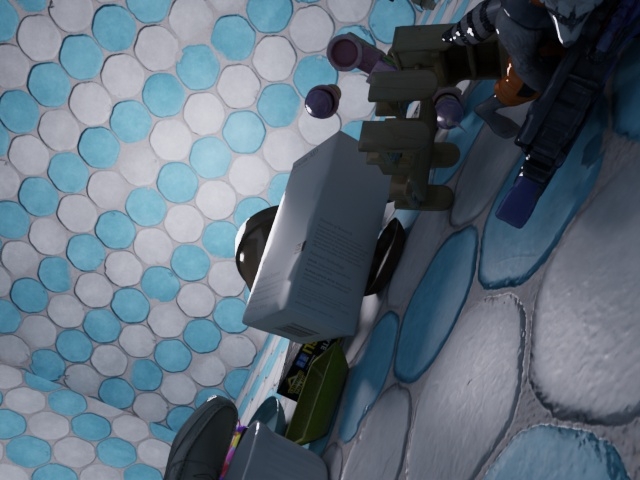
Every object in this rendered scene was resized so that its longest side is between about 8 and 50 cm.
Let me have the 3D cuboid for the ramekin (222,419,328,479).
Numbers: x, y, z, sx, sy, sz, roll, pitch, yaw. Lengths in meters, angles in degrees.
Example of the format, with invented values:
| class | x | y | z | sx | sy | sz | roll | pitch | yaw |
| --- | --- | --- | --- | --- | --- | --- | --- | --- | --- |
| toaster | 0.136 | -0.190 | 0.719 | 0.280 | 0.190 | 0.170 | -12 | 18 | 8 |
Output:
| class | x | y | z | sx | sy | sz | roll | pitch | yaw |
| --- | --- | --- | --- | --- | --- | --- | --- | --- | --- |
| ramekin | -0.095 | 0.438 | 0.939 | 0.277 | 0.135 | 0.277 | -156 | 90 | -84 |

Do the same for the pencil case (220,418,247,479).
| class | x | y | z | sx | sy | sz | roll | pitch | yaw |
| --- | --- | --- | --- | --- | --- | --- | --- | --- | --- |
| pencil case | -0.230 | 0.628 | 1.669 | 0.104 | 0.105 | 0.236 | 128 | 164 | -70 |

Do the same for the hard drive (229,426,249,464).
| class | x | y | z | sx | sy | sz | roll | pitch | yaw |
| --- | --- | --- | --- | --- | --- | --- | --- | --- | --- |
| hard drive | -0.107 | 0.430 | 1.135 | 0.022 | 0.135 | 0.094 | -30 | 27 | 37 |

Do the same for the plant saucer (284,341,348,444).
| class | x | y | z | sx | sy | sz | roll | pitch | yaw |
| --- | --- | --- | --- | --- | --- | --- | --- | --- | --- |
| plant saucer | -0.005 | 0.304 | 1.134 | 0.188 | 0.045 | 0.188 | 123 | 169 | -61 |

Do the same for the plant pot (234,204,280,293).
| class | x | y | z | sx | sy | sz | roll | pitch | yaw |
| --- | --- | --- | --- | --- | --- | --- | --- | --- | --- |
| plant pot | -0.090 | 0.099 | 1.765 | 0.280 | 0.323 | 0.323 | -102 | 33 | -54 |

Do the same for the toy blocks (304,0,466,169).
| class | x | y | z | sx | sy | sz | roll | pitch | yaw |
| --- | --- | --- | --- | --- | --- | --- | --- | --- | --- |
| toy blocks | 0.145 | -0.306 | 1.087 | 0.308 | 0.289 | 0.260 | -61 | 0 | 24 |

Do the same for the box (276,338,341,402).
| class | x | y | z | sx | sy | sz | roll | pitch | yaw |
| --- | --- | --- | --- | --- | --- | --- | --- | --- | --- |
| box | -0.004 | 0.197 | 1.452 | 0.257 | 0.079 | 0.322 | -61 | 6 | 21 |

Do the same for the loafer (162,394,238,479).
| class | x | y | z | sx | sy | sz | roll | pitch | yaw |
| --- | --- | --- | --- | --- | --- | --- | --- | --- | --- |
| loafer | -0.220 | 0.426 | 1.032 | 0.112 | 0.112 | 0.319 | 5 | 65 | 47 |

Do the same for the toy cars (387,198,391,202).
| class | x | y | z | sx | sy | sz | roll | pitch | yaw |
| --- | --- | --- | --- | --- | --- | --- | --- | --- | --- |
| toy cars | 0.113 | -0.094 | 1.472 | 0.176 | 0.087 | 0.393 | 66 | 152 | 22 |

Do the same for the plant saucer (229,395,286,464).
| class | x | y | z | sx | sy | sz | roll | pitch | yaw |
| --- | --- | --- | --- | --- | --- | --- | --- | --- | --- |
| plant saucer | -0.163 | 0.545 | 1.496 | 0.317 | 0.044 | 0.317 | -57 | 13 | 21 |

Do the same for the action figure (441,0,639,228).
| class | x | y | z | sx | sy | sz | roll | pitch | yaw |
| --- | --- | --- | --- | --- | --- | --- | --- | --- | --- |
| action figure | 0.205 | -0.194 | 0.602 | 0.341 | 0.179 | 0.330 | -62 | -5 | 2 |

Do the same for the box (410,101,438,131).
| class | x | y | z | sx | sy | sz | roll | pitch | yaw |
| --- | --- | --- | --- | --- | --- | --- | --- | --- | --- |
| box | 0.229 | -0.257 | 1.381 | 0.207 | 0.036 | 0.114 | -73 | 9 | -56 |

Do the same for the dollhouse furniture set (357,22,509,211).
| class | x | y | z | sx | sy | sz | roll | pitch | yaw |
| --- | --- | --- | --- | --- | --- | --- | --- | --- | --- |
| dollhouse furniture set | 0.177 | -0.179 | 0.857 | 0.212 | 0.161 | 0.241 | 44 | -126 | -62 |

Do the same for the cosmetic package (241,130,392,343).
| class | x | y | z | sx | sy | sz | roll | pitch | yaw |
| --- | --- | --- | --- | --- | --- | --- | --- | --- | --- |
| cosmetic package | 0.000 | 0.000 | 1.213 | 0.217 | 0.156 | 0.384 | -26 | 45 | 56 |

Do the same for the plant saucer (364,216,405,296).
| class | x | y | z | sx | sy | sz | roll | pitch | yaw |
| --- | --- | --- | --- | --- | --- | --- | --- | --- | --- |
| plant saucer | 0.122 | 0.037 | 1.164 | 0.168 | 0.029 | 0.168 | -155 | 90 | -85 |
